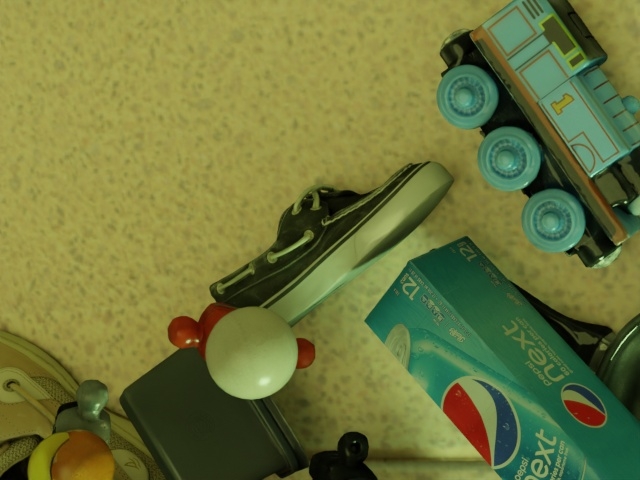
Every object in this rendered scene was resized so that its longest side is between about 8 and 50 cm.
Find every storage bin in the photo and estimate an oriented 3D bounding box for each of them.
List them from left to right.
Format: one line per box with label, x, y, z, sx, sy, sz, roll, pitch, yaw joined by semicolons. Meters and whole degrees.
storage bin;-0.087;0.138;1.145;0.135;0.091;0.098;59;164;5

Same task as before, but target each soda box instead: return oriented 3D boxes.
soda box;0.129;0.099;1.005;0.210;0.071;0.067;48;129;18

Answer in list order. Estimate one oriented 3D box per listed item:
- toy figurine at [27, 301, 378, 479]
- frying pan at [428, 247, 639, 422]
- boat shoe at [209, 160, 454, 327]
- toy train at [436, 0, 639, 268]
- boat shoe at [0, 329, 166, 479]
toy figurine;-0.071;0.161;1.021;0.209;0.148;0.213;-31;99;-6
frying pan;0.215;0.118;1.017;0.326;0.053;0.197;10;105;38
boat shoe;0.000;0.000;1.088;0.219;0.078;0.070;-39;83;31
toy train;0.155;-0.073;0.990;0.105;0.080;0.184;-37;83;24
boat shoe;-0.246;0.165;1.238;0.341;0.110;0.121;23;111;22
